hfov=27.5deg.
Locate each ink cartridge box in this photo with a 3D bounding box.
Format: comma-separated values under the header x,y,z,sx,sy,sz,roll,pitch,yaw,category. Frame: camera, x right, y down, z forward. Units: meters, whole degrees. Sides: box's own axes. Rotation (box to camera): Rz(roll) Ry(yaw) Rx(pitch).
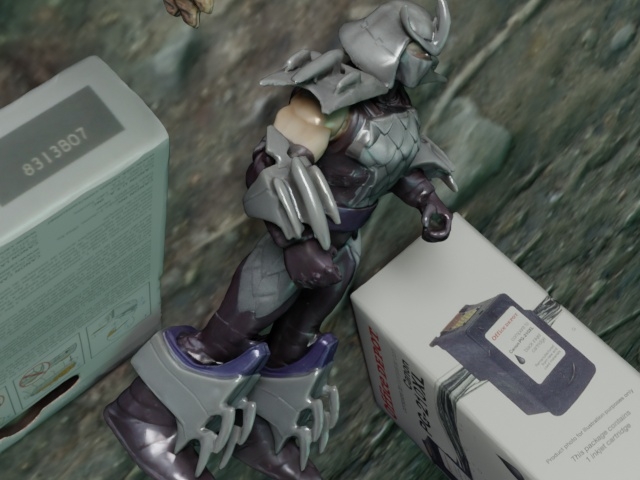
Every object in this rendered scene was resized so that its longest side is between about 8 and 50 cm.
x,y,z,sx,sy,sz,roll,pitch,yaw,category
-0.158,0.037,0.590,0.189,0.066,0.232,-37,169,-20,ink cartridge box
0.136,0.120,0.863,0.100,0.237,0.172,-37,148,-15,ink cartridge box

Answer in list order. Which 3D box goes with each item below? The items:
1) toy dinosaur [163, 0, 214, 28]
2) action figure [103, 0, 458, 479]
x,y,z,sx,sy,sz,roll,pitch,yaw,category
-0.136,-0.146,0.325,0.200,0.127,0.295,-16,132,-33,toy dinosaur
0.000,0.000,0.668,0.185,0.099,0.285,-9,130,-55,action figure
